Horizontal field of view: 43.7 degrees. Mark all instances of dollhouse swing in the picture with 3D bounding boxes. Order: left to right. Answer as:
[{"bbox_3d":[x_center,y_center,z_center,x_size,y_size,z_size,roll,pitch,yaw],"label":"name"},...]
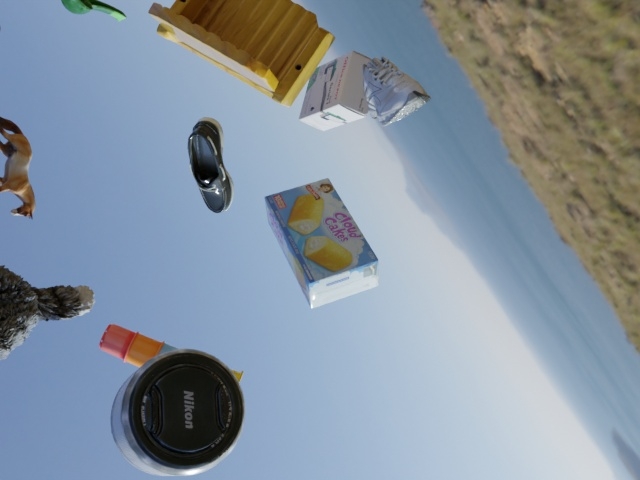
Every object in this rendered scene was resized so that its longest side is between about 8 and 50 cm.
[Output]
[{"bbox_3d":[-0.175,-0.512,1.832,0.347,0.315,0.305,31,168,5],"label":"dollhouse swing"}]

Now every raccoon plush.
[{"bbox_3d":[-0.637,0.216,1.660,0.447,0.216,0.299,-4,-121,-38],"label":"raccoon plush"}]

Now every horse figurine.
[{"bbox_3d":[-0.777,-0.193,1.975,0.174,0.066,0.263,10,-107,-49],"label":"horse figurine"}]

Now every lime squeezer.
[{"bbox_3d":[-0.358,-0.412,1.254,0.310,0.110,0.058,122,128,-68],"label":"lime squeezer"}]

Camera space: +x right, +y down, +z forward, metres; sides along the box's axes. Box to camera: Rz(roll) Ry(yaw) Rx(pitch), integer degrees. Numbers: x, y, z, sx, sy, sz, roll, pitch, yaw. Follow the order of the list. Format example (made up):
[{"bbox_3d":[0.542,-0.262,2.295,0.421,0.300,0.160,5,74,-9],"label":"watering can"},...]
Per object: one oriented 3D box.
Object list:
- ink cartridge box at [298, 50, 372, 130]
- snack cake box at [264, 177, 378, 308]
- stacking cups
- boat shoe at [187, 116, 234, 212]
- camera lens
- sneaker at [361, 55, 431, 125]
[{"bbox_3d":[0.048,-0.398,2.136,0.093,0.160,0.219,20,167,-27],"label":"ink cartridge box"},{"bbox_3d":[0.000,0.000,1.660,0.089,0.152,0.264,85,161,-48],"label":"snack cake box"},{"bbox_3d":[-0.333,0.278,1.758,0.316,0.096,0.096,20,-169,-2],"label":"stacking cups"},{"bbox_3d":[-0.317,-0.194,2.242,0.091,0.114,0.302,-66,-27,-51],"label":"boat shoe"},{"bbox_3d":[-0.272,0.325,1.488,0.219,0.219,0.274,56,154,2],"label":"camera lens"},{"bbox_3d":[0.141,-0.324,1.700,0.129,0.111,0.297,63,174,-16],"label":"sneaker"}]
